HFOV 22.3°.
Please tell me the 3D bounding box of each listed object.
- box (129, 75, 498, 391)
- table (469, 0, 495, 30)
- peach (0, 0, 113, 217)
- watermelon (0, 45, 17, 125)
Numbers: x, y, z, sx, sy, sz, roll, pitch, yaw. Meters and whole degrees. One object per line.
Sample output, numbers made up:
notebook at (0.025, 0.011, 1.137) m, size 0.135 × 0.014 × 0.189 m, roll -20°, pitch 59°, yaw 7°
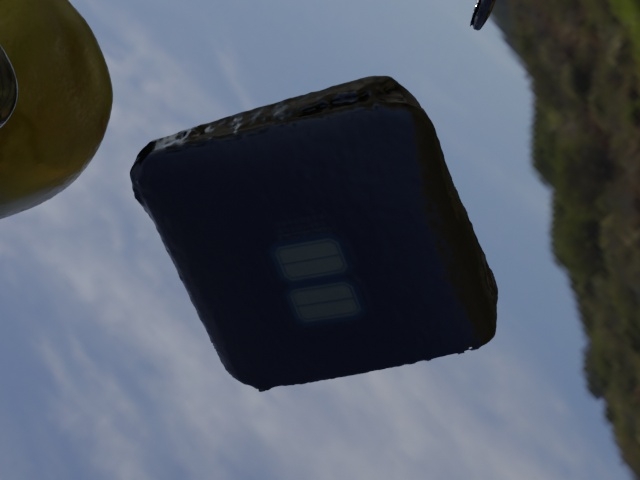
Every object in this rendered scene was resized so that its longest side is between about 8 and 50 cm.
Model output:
box at (0.000, 0.000, 1.830) m, size 0.091 × 0.359 × 0.350 m, roll -74°, pitch -34°, yaw -55°
table at (0.138, -0.413, 1.798) m, size 0.317 × 0.317 × 0.249 m, roll 46°, pitch 162°, yaw 1°
peach at (-0.415, -0.175, 1.976) m, size 0.316 × 0.281 × 0.314 m, roll -58°, pitch -38°, yaw -49°
watermelon at (-0.266, -0.120, 1.204) m, size 0.078 × 0.078 × 0.111 m, roll 27°, pitch -161°, yaw -49°
